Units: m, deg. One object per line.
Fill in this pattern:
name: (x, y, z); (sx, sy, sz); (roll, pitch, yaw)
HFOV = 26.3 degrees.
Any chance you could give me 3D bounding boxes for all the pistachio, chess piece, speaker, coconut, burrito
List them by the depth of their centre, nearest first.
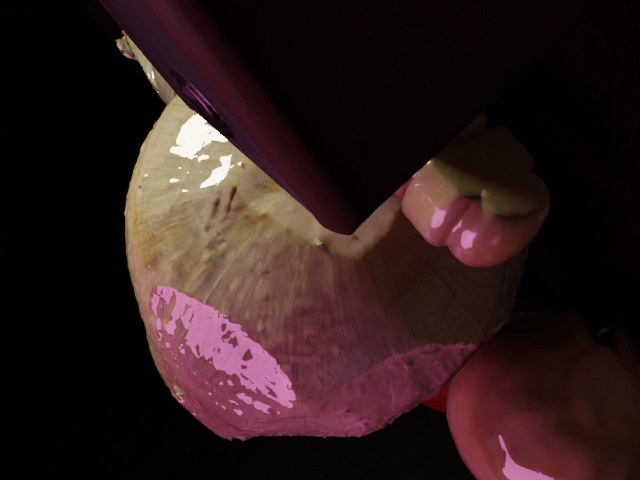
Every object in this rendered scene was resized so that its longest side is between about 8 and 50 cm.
speaker: (-0.019, -0.149, 0.527); (0.153, 0.192, 0.231); (42, 173, 47)
chess piece: (-0.007, -0.139, 0.848); (0.397, 0.117, 0.117); (50, 176, 17)
coconut: (0.000, 0.000, 0.989); (0.297, 0.297, 0.254); (48, 161, 4)
pistachio: (0.191, 0.148, 1.080); (0.187, 0.187, 0.299); (48, 180, 5)
burrito: (-0.180, -0.218, 1.978); (0.175, 0.107, 0.348); (32, -172, -37)

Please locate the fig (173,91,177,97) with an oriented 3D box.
fig: (-0.075, -0.182, 1.326); (0.146, 0.134, 0.201); (5, 132, 13)

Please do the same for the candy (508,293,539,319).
candy: (0.151, 0.031, 1.310); (0.262, 0.073, 0.077); (56, 156, -5)

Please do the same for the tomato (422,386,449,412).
tomato: (0.110, 0.084, 1.562); (0.338, 0.143, 0.338); (46, 173, 7)
